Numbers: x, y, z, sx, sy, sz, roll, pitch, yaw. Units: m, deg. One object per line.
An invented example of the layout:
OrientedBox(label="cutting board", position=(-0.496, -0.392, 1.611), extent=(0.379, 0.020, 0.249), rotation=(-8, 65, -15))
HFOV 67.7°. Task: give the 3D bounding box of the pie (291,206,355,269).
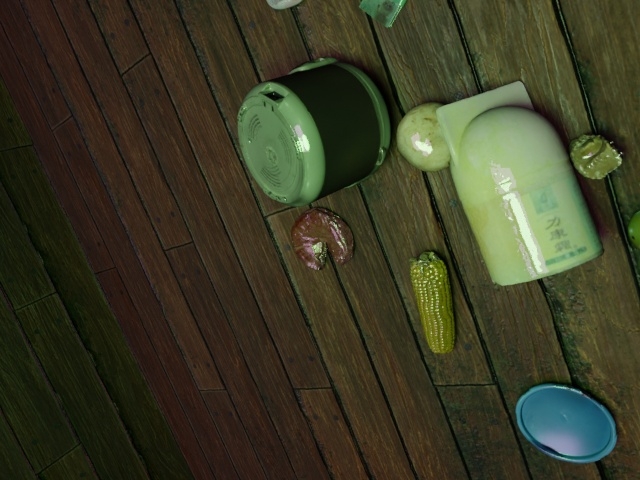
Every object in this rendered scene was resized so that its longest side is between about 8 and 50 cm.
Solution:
OrientedBox(label="pie", position=(0.000, 0.000, 1.497), extent=(0.218, 0.054, 0.204), rotation=(-34, 90, 39))

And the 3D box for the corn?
OrientedBox(label="corn", position=(0.320, 0.177, 1.327), extent=(0.106, 0.106, 0.305), rotation=(-3, 112, 35))

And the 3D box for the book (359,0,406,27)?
OrientedBox(label="book", position=(0.164, -0.599, 1.148), extent=(0.103, 0.017, 0.135), rotation=(42, 127, 13))

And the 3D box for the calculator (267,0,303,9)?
OrientedBox(label="calculator", position=(-0.085, -0.681, 1.279), extent=(0.165, 0.024, 0.103), rotation=(0, 109, 37))

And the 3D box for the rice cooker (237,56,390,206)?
OrientedBox(label="rice cooker", position=(-0.011, -0.277, 1.216), extent=(0.335, 0.325, 0.335), rotation=(35, 140, 36))

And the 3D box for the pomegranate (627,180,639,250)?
OrientedBox(label="pomegranate", position=(0.696, -0.043, 0.976), extent=(0.129, 0.159, 0.129), rotation=(2, 148, 1))

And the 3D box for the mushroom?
OrientedBox(label="mushroom", position=(0.269, -0.253, 1.164), extent=(0.166, 0.127, 0.167), rotation=(2, 101, 11))

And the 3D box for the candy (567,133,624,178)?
OrientedBox(label="candy", position=(0.569, -0.175, 0.999), extent=(0.085, 0.110, 0.095), rotation=(-37, 98, 21))

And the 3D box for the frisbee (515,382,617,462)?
OrientedBox(label="frisbee", position=(0.649, 0.480, 1.269), extent=(0.242, 0.045, 0.242), rotation=(14, 117, 30))

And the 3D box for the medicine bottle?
OrientedBox(label="medicine bottle", position=(0.416, -0.130, 1.034), extent=(0.235, 0.235, 0.407), rotation=(-22, 88, 38))
